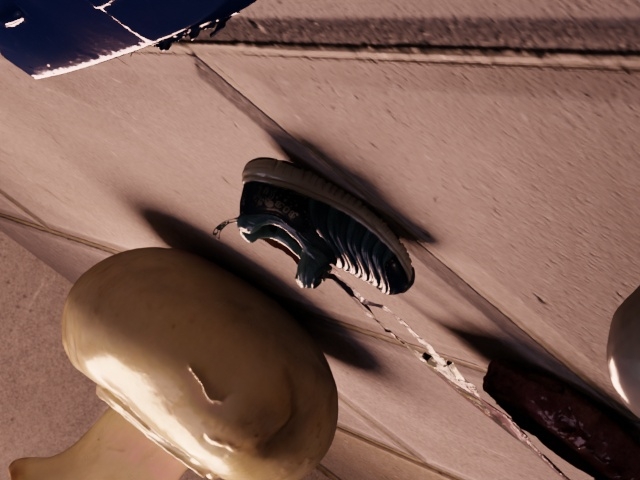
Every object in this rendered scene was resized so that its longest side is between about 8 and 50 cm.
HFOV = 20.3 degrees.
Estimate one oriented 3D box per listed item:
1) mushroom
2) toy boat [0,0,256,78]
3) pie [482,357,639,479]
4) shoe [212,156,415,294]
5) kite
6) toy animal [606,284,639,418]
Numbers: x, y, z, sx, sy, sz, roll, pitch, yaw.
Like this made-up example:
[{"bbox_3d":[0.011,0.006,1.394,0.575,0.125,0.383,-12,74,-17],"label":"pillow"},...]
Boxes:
[{"bbox_3d":[-0.153,0.145,1.888,0.356,0.315,0.315,-18,136,32],"label":"mushroom"},{"bbox_3d":[-0.085,-0.149,0.829,0.129,0.088,0.295,39,157,-23],"label":"toy boat"},{"bbox_3d":[0.193,0.147,1.398,0.153,0.038,0.153,35,170,7],"label":"pie"},{"bbox_3d":[0.000,0.000,1.242,0.143,0.071,0.064,30,170,-3],"label":"shoe"},{"bbox_3d":[0.095,0.103,1.411,0.360,0.022,0.204,39,179,-15],"label":"kite"},{"bbox_3d":[0.260,0.134,0.749,0.241,0.196,0.367,34,171,42],"label":"toy animal"}]
